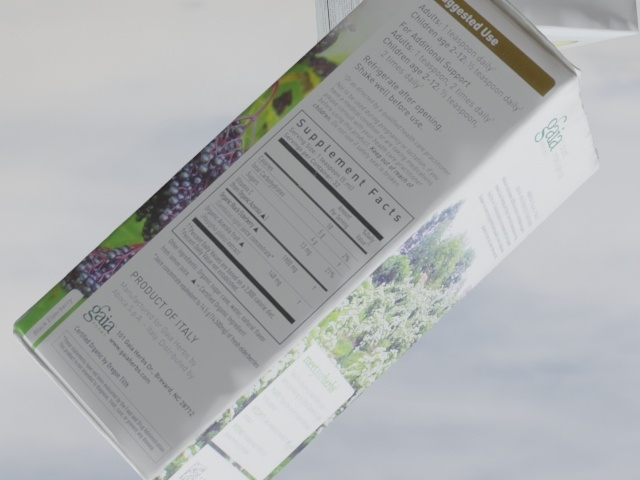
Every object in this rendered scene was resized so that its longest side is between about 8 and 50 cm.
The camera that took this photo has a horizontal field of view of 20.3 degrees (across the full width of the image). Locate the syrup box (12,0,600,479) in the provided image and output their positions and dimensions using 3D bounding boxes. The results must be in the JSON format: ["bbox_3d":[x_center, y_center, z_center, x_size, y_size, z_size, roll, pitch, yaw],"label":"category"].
[{"bbox_3d":[0.000,0.000,0.746,0.096,0.237,0.093,44,175,24],"label":"syrup box"}]

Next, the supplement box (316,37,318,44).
[{"bbox_3d":[0.043,-0.194,1.643,0.083,0.055,0.043,15,160,-7],"label":"supplement box"}]

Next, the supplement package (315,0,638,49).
[{"bbox_3d":[0.130,-0.235,1.533,0.194,0.149,0.203,-3,177,-41],"label":"supplement package"}]
